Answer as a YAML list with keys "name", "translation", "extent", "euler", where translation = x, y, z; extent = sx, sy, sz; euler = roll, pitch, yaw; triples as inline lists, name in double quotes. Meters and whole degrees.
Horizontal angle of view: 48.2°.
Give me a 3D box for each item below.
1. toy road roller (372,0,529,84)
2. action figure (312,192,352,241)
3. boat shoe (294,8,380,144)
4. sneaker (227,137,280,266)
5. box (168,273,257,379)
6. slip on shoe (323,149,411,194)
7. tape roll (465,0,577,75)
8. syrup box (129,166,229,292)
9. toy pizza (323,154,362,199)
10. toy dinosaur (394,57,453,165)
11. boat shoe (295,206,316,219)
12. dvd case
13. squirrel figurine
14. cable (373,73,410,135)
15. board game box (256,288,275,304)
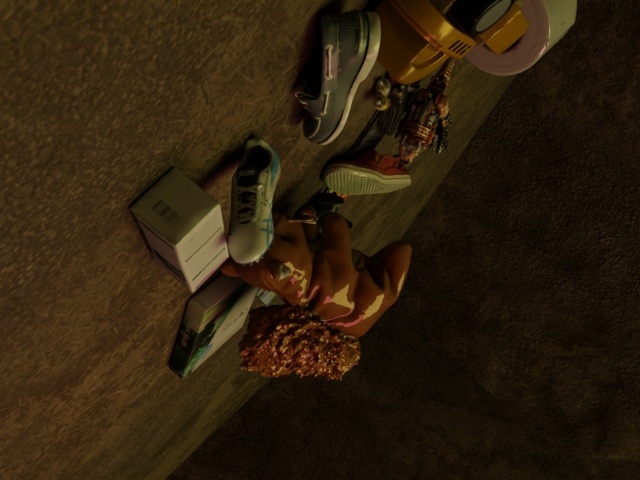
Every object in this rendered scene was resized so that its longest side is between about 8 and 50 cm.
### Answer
- name: "toy road roller"
  translation: [0.209, -0.404, 1.280]
  extent: [0.240, 0.202, 0.329]
  euler: [-42, 168, 23]
- name: "action figure"
  translation: [0.000, 0.000, 1.919]
  extent: [0.285, 0.099, 0.185]
  euler: [115, -21, -54]
- name: "boat shoe"
  translation: [0.006, -0.273, 1.224]
  extent: [0.099, 0.116, 0.319]
  euler: [1, 156, -17]
- name: "sneaker"
  translation: [-0.116, -0.066, 1.174]
  extent: [0.086, 0.085, 0.237]
  euler: [57, 30, -50]
- name: "box"
  translation: [-0.247, 0.179, 1.728]
  extent: [0.232, 0.058, 0.322]
  euler: [-42, 165, -39]
- name: "slip on shoe"
  translation: [0.117, -0.181, 1.847]
  extent: [0.123, 0.101, 0.331]
  euler: [-22, 170, 38]
- name: "tape roll"
  translation: [0.451, -0.532, 1.679]
  extent: [0.169, 0.246, 0.246]
  euler: [-41, 166, -38]
- name: "syrup box"
  translation: [-0.215, -0.009, 1.129]
  extent: [0.096, 0.093, 0.237]
  euler: [-47, 169, -19]
- name: "toy pizza"
  translation: [0.066, -0.149, 1.961]
  extent: [0.201, 0.032, 0.201]
  euler: [-48, 169, -13]
- name: "toy dinosaur"
  translation: [0.295, -0.337, 1.917]
  extent: [0.322, 0.164, 0.218]
  euler: [-44, 165, -10]
- name: "boat shoe"
  translation: [-0.053, -0.030, 1.839]
  extent: [0.043, 0.049, 0.137]
  euler: [-34, 159, -45]
- name: "dvd case"
  translation: [0.166, -0.316, 1.845]
  extent: [0.221, 0.018, 0.164]
  euler: [-54, 168, 20]
- name: "squirrel figurine"
  translation: [-0.040, 0.123, 1.588]
  extent: [0.370, 0.281, 0.397]
  euler: [20, 83, -50]
- name: "cable"
  translation: [0.170, -0.342, 1.699]
  extent: [0.139, 0.072, 0.287]
  euler: [-63, 175, -3]
- name: "board game box"
  translation: [-0.125, 0.098, 1.999]
  extent: [0.160, 0.039, 0.211]
  euler: [-50, 170, -7]
